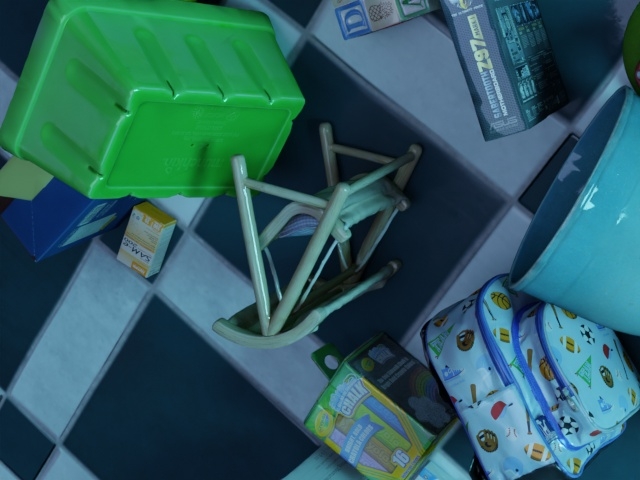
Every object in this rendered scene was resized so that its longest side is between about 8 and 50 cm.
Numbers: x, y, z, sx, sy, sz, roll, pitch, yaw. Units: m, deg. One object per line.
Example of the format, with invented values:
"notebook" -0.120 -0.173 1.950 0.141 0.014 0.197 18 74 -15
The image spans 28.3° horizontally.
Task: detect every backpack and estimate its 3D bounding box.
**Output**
"backpack" 0.262 0.171 1.605 0.213 0.276 0.263 -41 77 26

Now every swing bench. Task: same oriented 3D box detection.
"swing bench" 0.000 0.000 1.686 0.165 0.253 0.254 16 112 23

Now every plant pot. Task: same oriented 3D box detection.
"plant pot" 0.396 -0.001 1.486 0.255 0.271 0.271 29 118 0

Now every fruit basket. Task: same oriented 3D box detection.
"fruit basket" -0.245 -0.243 1.700 0.392 0.392 0.283 36 118 14

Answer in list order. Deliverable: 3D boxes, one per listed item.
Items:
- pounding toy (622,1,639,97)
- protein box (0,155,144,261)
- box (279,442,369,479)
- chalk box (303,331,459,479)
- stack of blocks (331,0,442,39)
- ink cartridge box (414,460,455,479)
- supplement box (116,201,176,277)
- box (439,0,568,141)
"pounding toy" 0.453 -0.204 1.467 0.237 0.110 0.183 30 117 18
"protein box" -0.343 -0.100 1.867 0.200 0.201 0.136 -42 84 31
"box" 0.002 0.412 1.850 0.119 0.181 0.182 27 115 18
"chalk box" 0.073 0.228 1.787 0.213 0.132 0.132 38 119 14
"stack of blocks" 0.074 -0.424 1.615 0.171 0.087 0.297 -14 98 30
"ink cartridge box" 0.153 0.367 1.846 0.048 0.028 0.083 38 119 13
"supplement box" -0.268 -0.001 1.954 0.062 0.036 0.098 31 117 18
"box" 0.221 -0.227 1.512 0.059 0.233 0.183 -15 98 25
